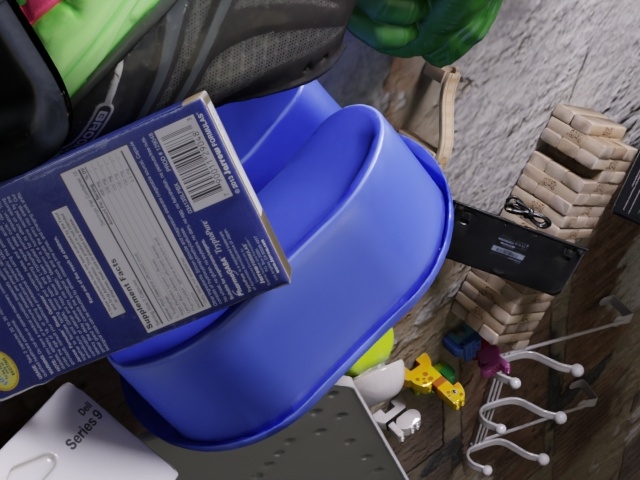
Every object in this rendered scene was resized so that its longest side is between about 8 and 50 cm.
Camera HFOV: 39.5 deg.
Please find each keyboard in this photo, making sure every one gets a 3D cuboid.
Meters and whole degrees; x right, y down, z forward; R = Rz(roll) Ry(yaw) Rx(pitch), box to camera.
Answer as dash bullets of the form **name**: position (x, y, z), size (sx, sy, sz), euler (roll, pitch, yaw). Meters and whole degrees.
- **keyboard**: position (0.241, -0.003, 1.111), size (0.180, 0.023, 0.108), euler (19, 119, -7)

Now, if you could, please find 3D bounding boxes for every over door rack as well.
- **over door rack**: position (0.403, 0.255, 1.512), size (0.324, 0.108, 0.239), euler (-21, 135, -32)

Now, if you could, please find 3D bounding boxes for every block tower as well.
- **block tower**: position (0.292, -0.010, 1.186), size (0.097, 0.091, 0.335), euler (-1, 122, -43)

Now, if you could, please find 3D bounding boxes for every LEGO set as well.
- **LEGO set**: position (0.185, 0.202, 1.261), size (0.227, 0.093, 0.087), euler (-33, 140, -19)

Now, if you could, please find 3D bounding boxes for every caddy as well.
- **caddy**: position (-0.050, 0.014, 0.753), size (0.341, 0.241, 0.179), euler (-44, 136, -6)

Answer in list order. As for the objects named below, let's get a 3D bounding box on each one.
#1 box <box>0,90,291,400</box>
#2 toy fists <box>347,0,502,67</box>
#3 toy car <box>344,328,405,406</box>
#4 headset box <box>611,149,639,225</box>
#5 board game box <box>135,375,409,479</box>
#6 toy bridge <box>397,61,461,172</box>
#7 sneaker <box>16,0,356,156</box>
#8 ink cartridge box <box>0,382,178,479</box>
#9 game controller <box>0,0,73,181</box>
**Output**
- **box**: position (-0.149, 0.008, 0.591), size (0.225, 0.036, 0.136), euler (-23, 107, 6)
- **toy fists**: position (0.132, -0.261, 0.752), size (0.142, 0.096, 0.279), euler (21, 132, -36)
- **toy car**: position (-0.007, 0.126, 0.988), size (0.182, 0.159, 0.136), euler (-20, 169, -33)
- **headset box**: position (0.572, -0.068, 1.194), size (0.246, 0.283, 0.131), euler (-36, 147, -55)
- **board game box**: position (-0.109, 0.269, 0.931), size (0.390, 0.050, 0.390), euler (-18, 141, 7)
- **toy bridge**: position (0.109, -0.099, 0.951), size (0.026, 0.063, 0.188), euler (-5, 126, -42)
- **sneaker**: position (-0.035, -0.230, 0.629), size (0.483, 0.185, 0.202), euler (-37, 149, 1)
- **ink cartridge box**: position (-0.264, 0.275, 0.677), size (0.289, 0.121, 0.211), euler (-47, -175, 30)
- **game controller**: position (-0.264, -0.149, 0.454), size (0.167, 0.067, 0.319), euler (-22, 125, 5)
